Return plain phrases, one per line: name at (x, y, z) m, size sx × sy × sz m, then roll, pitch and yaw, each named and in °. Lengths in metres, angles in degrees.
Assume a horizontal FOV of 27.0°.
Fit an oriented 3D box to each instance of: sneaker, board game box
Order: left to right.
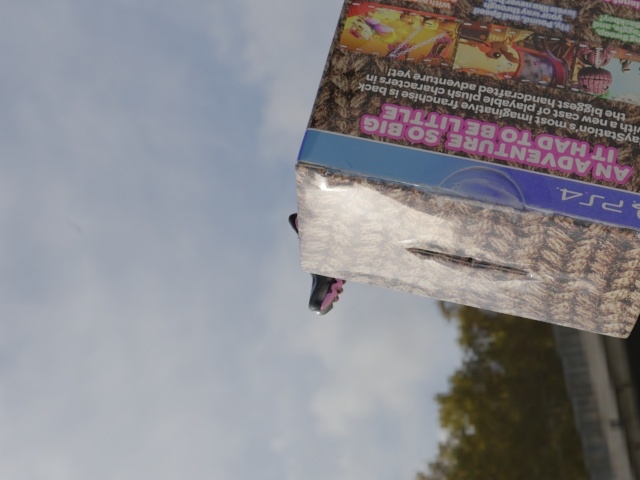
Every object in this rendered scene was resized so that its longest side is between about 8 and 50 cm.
sneaker at (0.000, 0.000, 1.044) m, size 0.047 × 0.057 × 0.119 m, roll 104°, pitch 179°, yaw -70°
board game box at (0.130, -0.110, 0.920) m, size 0.141 × 0.232 × 0.291 m, roll 89°, pitch -165°, yaw -61°
